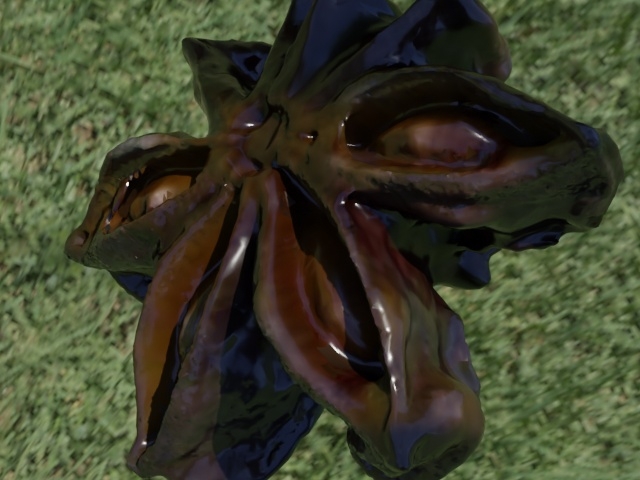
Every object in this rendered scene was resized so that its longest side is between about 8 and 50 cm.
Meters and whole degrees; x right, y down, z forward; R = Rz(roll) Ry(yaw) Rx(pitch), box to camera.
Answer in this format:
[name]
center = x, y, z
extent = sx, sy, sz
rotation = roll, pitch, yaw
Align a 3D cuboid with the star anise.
[star anise]
center = 0.004, 0.003, 0.529
extent = 0.099, 0.214, 0.220
rotation = 14, 24, -40
